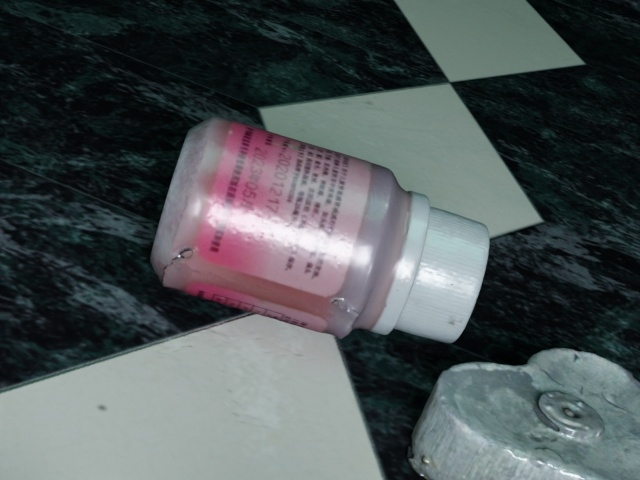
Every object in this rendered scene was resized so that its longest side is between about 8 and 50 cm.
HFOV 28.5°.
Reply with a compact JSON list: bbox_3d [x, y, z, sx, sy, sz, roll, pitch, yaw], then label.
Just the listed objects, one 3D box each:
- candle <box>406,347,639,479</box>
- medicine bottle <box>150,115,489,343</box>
[{"bbox_3d":[0.169,0.150,0.894,0.192,0.068,0.168,-7,37,-35],"label":"candle"},{"bbox_3d":[0.000,0.000,0.985,0.247,0.147,0.147,16,26,-6],"label":"medicine bottle"}]
